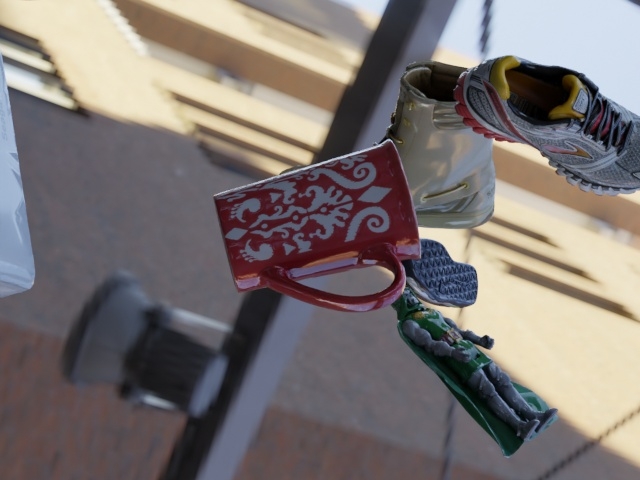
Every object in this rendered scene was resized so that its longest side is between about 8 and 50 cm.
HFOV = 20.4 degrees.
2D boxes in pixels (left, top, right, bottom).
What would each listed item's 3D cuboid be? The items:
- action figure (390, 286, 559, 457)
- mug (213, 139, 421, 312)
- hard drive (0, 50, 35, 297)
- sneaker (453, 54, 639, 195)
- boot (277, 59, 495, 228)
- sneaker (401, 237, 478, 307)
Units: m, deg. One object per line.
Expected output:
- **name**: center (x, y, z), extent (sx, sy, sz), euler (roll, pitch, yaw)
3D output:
- **action figure**: center (0.164, 0.138, 2.037), extent (0.232, 0.137, 0.063), euler (42, -62, 17)
- **mug**: center (-0.002, -0.009, 1.591), extent (0.150, 0.169, 0.113), euler (-110, -173, -61)
- **hard drive**: center (-0.298, -0.083, 1.204), extent (0.040, 0.307, 0.203), euler (-16, -105, 18)
- **sneaker**: center (0.240, -0.109, 1.684), extent (0.093, 0.225, 0.088), euler (144, -36, -69)
- **boot**: center (0.075, -0.107, 2.016), extent (0.095, 0.262, 0.203), euler (-88, 180, -46)
- **sneaker**: center (0.146, 0.057, 2.555), extent (0.097, 0.234, 0.084), euler (-1, -107, 27)
